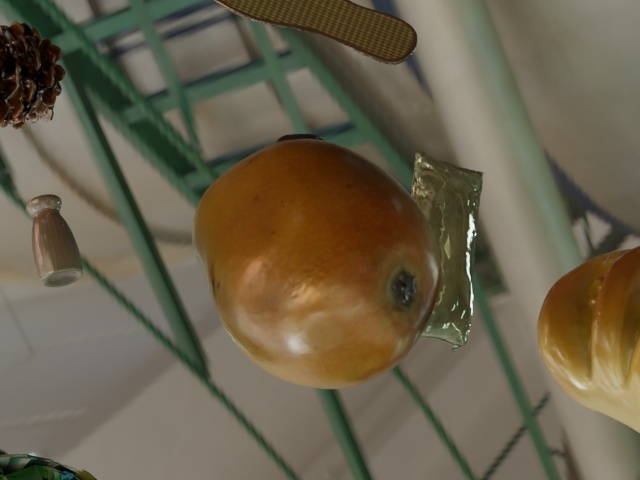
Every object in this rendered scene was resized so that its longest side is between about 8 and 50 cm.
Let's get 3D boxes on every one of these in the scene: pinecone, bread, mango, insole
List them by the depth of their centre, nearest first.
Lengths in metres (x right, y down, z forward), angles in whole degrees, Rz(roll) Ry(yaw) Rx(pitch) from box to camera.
[{"bbox_3d":[-0.014,0.012,1.399,0.211,0.173,0.317,-49,-142,0],"label":"mango"},{"bbox_3d":[-0.012,-0.257,1.657,0.005,0.253,0.086,97,16,-60],"label":"insole"},{"bbox_3d":[0.431,0.096,1.823,0.316,0.211,0.270,-13,-151,-34],"label":"bread"},{"bbox_3d":[-0.467,-0.245,2.224,0.174,0.173,0.173,-22,-165,6],"label":"pinecone"}]

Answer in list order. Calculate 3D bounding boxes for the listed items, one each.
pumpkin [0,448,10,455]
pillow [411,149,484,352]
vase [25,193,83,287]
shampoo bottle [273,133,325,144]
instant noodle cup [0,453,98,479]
[{"bbox_3d":[-0.435,0.318,1.808,0.146,0.190,0.190,-36,-168,11],"label":"pumpkin"},{"bbox_3d":[0.193,0.021,2.398,0.075,0.302,0.185,0,171,40],"label":"pillow"},{"bbox_3d":[-0.312,-0.001,1.746,0.053,0.100,0.053,-16,161,-6],"label":"vase"},{"bbox_3d":[0.000,0.000,2.231,0.134,0.359,0.078,-4,147,-25],"label":"shampoo bottle"},{"bbox_3d":[-0.329,0.345,1.526,0.240,0.240,0.178,-18,-125,20],"label":"instant noodle cup"}]
